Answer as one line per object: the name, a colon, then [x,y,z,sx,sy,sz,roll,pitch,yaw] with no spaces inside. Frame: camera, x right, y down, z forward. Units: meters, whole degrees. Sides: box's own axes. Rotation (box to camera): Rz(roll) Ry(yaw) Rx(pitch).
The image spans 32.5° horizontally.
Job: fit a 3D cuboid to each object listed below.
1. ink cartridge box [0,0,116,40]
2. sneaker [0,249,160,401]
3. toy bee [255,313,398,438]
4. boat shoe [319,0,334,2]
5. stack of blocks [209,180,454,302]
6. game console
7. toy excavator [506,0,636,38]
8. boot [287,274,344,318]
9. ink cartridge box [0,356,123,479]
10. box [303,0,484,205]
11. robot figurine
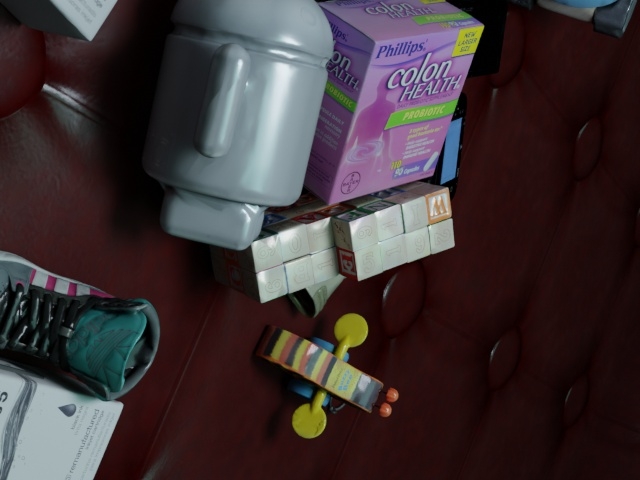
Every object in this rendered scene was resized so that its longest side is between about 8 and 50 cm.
ink cartridge box: [-0.252,-0.377,1.104,0.278,0.117,0.201,-61,144,-15]
sneaker: [-0.287,0.100,1.221,0.295,0.178,0.124,19,90,-55]
toy bee: [0.038,0.212,1.730,0.298,0.162,0.195,5,100,-54]
boat shoe: [0.076,-0.355,1.562,0.342,0.123,0.123,-46,139,-22]
stack of blocks: [0.015,-0.007,1.514,0.297,0.171,0.087,-18,110,-29]
game console: [0.236,-0.236,1.894,0.213,0.044,0.361,-18,120,-49]
toy excavator: [0.484,-0.617,1.787,0.433,0.222,0.445,-62,164,-16]
boot: [0.000,0.000,1.657,0.165,0.077,0.213,-46,138,-28]
ink cartridge box: [-0.378,0.232,1.213,0.273,0.114,0.198,29,82,-55]
box: [0.078,-0.195,1.475,0.213,0.117,0.243,-17,134,-41]
robot figurine: [-0.100,-0.171,1.331,0.300,0.199,0.354,-92,-165,-82]
